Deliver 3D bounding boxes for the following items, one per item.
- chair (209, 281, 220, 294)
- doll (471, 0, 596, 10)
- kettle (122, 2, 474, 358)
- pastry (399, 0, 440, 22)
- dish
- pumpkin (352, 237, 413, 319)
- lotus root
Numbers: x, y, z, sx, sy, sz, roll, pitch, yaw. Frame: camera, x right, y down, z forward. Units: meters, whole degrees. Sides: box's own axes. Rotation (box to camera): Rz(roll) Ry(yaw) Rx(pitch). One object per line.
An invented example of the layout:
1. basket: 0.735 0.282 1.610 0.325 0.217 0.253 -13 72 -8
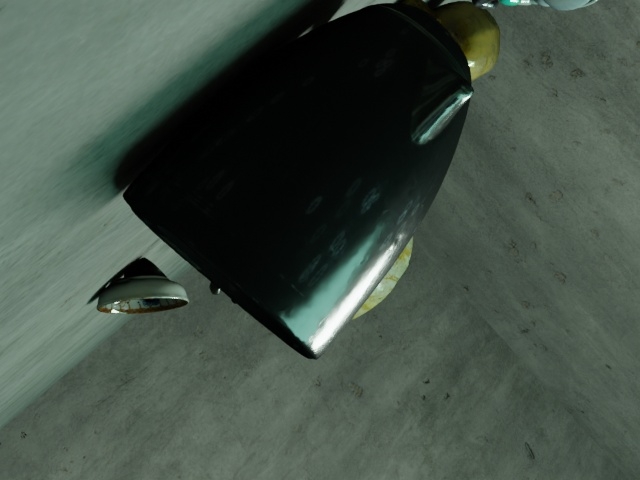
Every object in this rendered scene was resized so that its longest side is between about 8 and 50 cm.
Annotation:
1. chair: -0.072 -0.078 1.534 0.186 0.319 0.160 7 -160 21
2. doll: 0.325 -0.437 1.471 0.153 0.194 0.258 -6 -165 -25
3. kettle: -0.010 -0.082 0.859 0.290 0.207 0.268 -51 -148 -9
4. pastry: 0.105 -0.269 1.297 0.097 0.057 0.109 -41 180 -25
5. dish: -0.278 0.065 1.556 0.141 0.078 0.141 -6 168 -1
6. pumpkin: 0.000 0.000 1.803 0.332 0.199 0.332 -19 -129 25
7. lotus root: 0.217 -0.329 1.713 0.169 0.151 0.343 -37 179 20
